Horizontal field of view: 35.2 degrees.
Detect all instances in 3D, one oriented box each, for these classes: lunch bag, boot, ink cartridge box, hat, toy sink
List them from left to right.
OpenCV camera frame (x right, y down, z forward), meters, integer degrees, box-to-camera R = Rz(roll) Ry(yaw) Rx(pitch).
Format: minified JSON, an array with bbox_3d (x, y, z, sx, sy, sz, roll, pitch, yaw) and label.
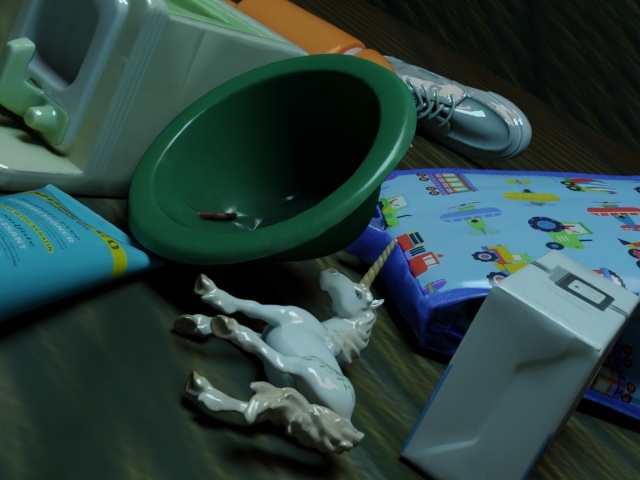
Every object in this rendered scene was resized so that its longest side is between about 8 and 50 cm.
[{"bbox_3d":[-0.145,-0.122,0.668,0.153,0.131,0.234,36,20,29],"label":"toy sink"},{"bbox_3d":[0.000,0.000,0.642,0.173,0.183,0.208,9,49,32],"label":"hat"},{"bbox_3d":[0.139,-0.170,1.317,0.258,0.095,0.123,27,21,28],"label":"boot"},{"bbox_3d":[0.118,0.068,0.556,0.060,0.104,0.180,32,17,18],"label":"ink cartridge box"},{"bbox_3d":[0.161,0.021,0.748,0.293,0.138,0.221,12,23,-15],"label":"lunch bag"}]

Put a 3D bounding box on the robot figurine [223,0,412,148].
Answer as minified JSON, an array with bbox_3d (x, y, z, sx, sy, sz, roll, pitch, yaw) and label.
[{"bbox_3d":[-0.022,-0.138,0.903,0.219,0.158,0.128,32,59,17],"label":"robot figurine"}]

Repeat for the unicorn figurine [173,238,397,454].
[{"bbox_3d":[-0.013,0.052,0.506,0.111,0.060,0.162,21,35,-21],"label":"unicorn figurine"}]

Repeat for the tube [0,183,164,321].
[{"bbox_3d":[-0.139,0.005,0.468,0.080,0.052,0.207,39,12,3],"label":"tube"}]
